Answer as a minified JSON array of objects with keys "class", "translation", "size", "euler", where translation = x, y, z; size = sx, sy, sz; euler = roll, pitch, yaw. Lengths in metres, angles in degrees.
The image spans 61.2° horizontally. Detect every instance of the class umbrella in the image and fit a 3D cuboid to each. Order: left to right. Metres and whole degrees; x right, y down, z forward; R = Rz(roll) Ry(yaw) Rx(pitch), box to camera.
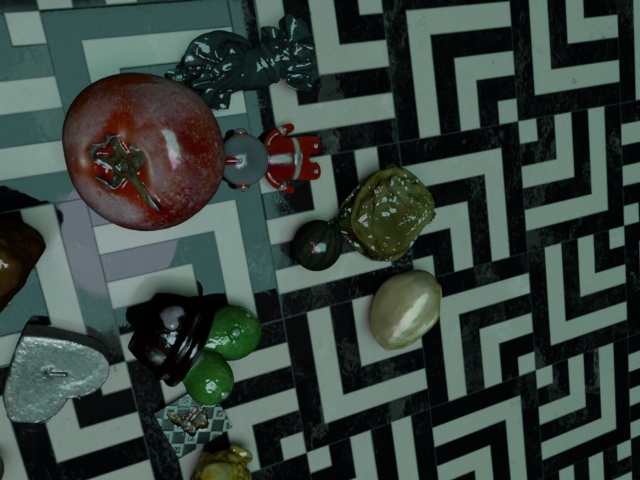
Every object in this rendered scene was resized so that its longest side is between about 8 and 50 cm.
[{"class":"umbrella","translation":[-0.171,-0.324,1.027],"size":[0.348,0.094,0.143],"euler":[-17,100,-15]}]

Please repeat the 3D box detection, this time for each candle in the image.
[{"class":"candle","translation":[-0.503,0.234,1.004],"size":[0.192,0.068,0.169],"euler":[-29,111,-16]}]

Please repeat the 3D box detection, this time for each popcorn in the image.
[{"class":"popcorn","translation":[-0.210,0.520,1.127],"size":[0.140,0.163,0.194],"euler":[-3,133,-2]}]

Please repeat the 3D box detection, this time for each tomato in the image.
[{"class":"tomato","translation":[-0.293,-0.151,0.932],"size":[0.270,0.227,0.270],"euler":[3,113,8]}]

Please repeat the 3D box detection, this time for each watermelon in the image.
[{"class":"watermelon","translation":[0.000,0.000,1.131],"size":[0.105,0.105,0.133],"euler":[23,111,-22]}]

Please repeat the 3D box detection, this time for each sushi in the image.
[{"class":"sushi","translation":[-0.267,0.374,1.139],"size":[0.126,0.026,0.120],"euler":[-27,104,-19]}]

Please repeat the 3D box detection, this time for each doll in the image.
[{"class":"doll","translation":[-0.112,-0.161,1.085],"size":[0.245,0.076,0.142],"euler":[-7,100,-23]}]

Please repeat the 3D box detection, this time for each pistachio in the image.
[{"class":"pistachio","translation":[0.192,0.156,1.233],"size":[0.145,0.117,0.200],"euler":[40,91,17]}]

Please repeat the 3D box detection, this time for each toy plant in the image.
[{"class":"toy plant","translation":[-0.234,0.196,1.043],"size":[0.235,0.175,0.218],"euler":[31,45,-18]}]

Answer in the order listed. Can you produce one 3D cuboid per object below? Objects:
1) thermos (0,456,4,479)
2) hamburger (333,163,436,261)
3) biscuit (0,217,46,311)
[{"class":"thermos","translation":[-0.689,0.497,0.937],"size":[0.176,0.146,0.265],"euler":[20,102,-48]},{"class":"hamburger","translation":[0.143,-0.060,1.184],"size":[0.183,0.130,0.206],"euler":[38,103,-20]},{"class":"biscuit","translation":[-0.600,0.132,0.810],"size":[0.166,0.342,0.395],"euler":[36,83,-19]}]
